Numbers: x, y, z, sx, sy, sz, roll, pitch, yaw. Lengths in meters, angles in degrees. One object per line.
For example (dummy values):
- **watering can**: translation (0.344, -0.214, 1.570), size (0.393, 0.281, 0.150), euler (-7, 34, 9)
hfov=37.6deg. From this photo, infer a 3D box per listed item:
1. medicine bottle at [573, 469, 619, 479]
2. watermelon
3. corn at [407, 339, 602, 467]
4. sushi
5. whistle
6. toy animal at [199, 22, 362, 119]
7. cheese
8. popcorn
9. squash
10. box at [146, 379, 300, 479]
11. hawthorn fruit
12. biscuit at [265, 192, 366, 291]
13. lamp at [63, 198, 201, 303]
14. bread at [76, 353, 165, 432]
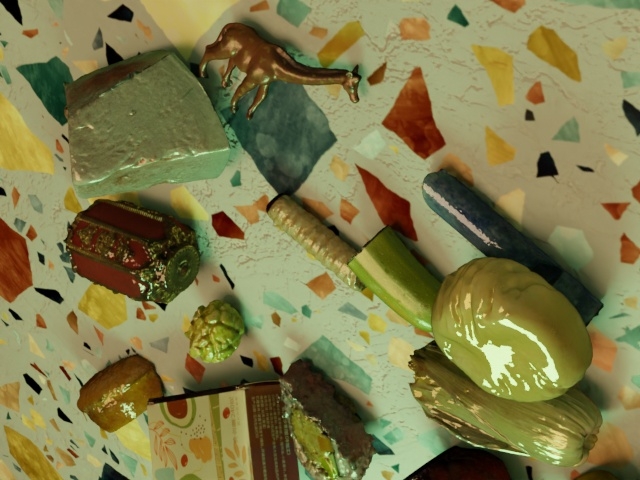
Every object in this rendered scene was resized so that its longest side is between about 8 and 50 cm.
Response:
- **medicine bottle**: translation (0.490, 0.552, 1.404), size (0.384, 0.224, 0.224), euler (44, 138, 5)
- **watermelon**: translation (-0.333, -0.170, 1.562), size (0.387, 0.258, 0.229), euler (3, 122, 35)
- **corn**: translation (0.276, 0.245, 1.440), size (0.305, 0.122, 0.123), euler (17, 127, 33)
- **sushi**: translation (0.001, 0.355, 1.764), size (0.241, 0.107, 0.161), euler (45, 138, 17)
- **whistle**: translation (0.264, 0.011, 1.331), size (0.304, 0.062, 0.062), euler (42, 137, 9)
- **toy animal**: translation (-0.063, -0.250, 1.419), size (0.224, 0.066, 0.229), euler (51, 133, -1)
- **cheese**: translation (0.266, 0.125, 1.303), size (0.226, 0.117, 0.214), euler (44, 152, -6)
- **popcorn**: translation (-0.202, 0.173, 1.806), size (0.116, 0.106, 0.121), euler (-8, 102, 6)
- **squash**: translation (0.133, 0.074, 1.465), size (0.188, 0.095, 0.095), euler (48, 138, 2)
- **box**: translation (-0.195, 0.491, 1.888), size (0.344, 0.122, 0.386), euler (-18, 75, 46)
- **hawthorn fruit**: translation (0.238, 0.469, 1.562), size (0.215, 0.215, 0.250), euler (-8, 102, 43)
- **biscuit**: translation (0.000, 0.000, 1.550), size (0.219, 0.055, 0.061), euler (40, 127, 11)
- **lamp**: translation (-0.357, 0.020, 1.789), size (0.273, 0.177, 0.177), euler (16, 128, 32)
- **bread**: translation (-0.476, 0.363, 2.154), size (0.260, 0.134, 0.129), euler (-27, 101, 47)
